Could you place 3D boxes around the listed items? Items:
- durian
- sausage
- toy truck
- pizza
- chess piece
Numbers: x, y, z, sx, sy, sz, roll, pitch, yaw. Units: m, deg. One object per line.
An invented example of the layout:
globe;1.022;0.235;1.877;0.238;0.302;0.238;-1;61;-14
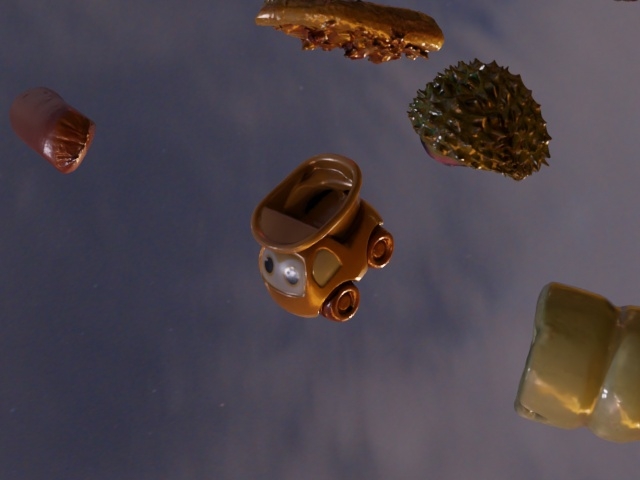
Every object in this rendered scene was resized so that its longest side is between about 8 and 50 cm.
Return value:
durian;0.172;-0.137;1.012;0.186;0.119;0.108;39;-138;19
sausage;-0.437;-0.186;1.426;0.094;0.348;0.097;27;-87;-30
toy truck;0.000;0.000;1.703;0.288;0.204;0.211;-53;-46;-14
pizza;0.047;-0.336;1.425;0.305;0.161;0.086;5;-89;-2
chess piece;0.455;0.181;1.013;0.442;0.234;0.234;14;-135;16
